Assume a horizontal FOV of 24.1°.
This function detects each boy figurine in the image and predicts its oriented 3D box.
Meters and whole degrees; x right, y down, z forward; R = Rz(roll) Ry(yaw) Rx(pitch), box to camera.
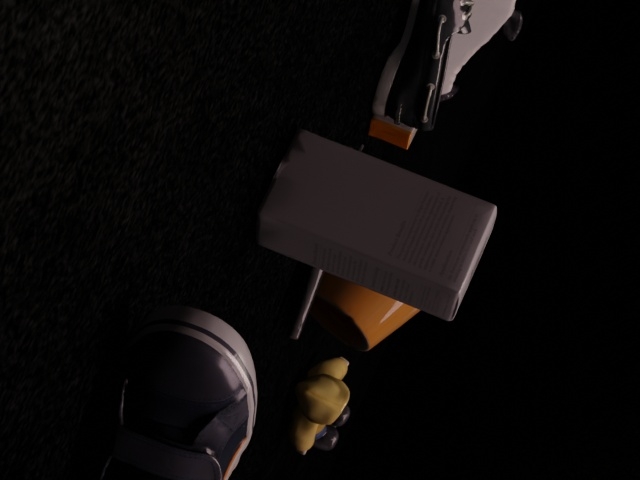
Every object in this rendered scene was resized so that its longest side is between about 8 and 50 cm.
[{"bbox_3d":[0.004,0.270,2.501,0.177,0.092,0.285,-63,174,-16],"label":"boy figurine"}]

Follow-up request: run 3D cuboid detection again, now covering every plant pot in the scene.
[{"bbox_3d":[0.076,0.043,2.077,0.188,0.205,0.205,-48,166,-18],"label":"plant pot"}]

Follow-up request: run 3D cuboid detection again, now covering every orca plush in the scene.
[{"bbox_3d":[0.222,-0.340,2.291,0.287,0.151,0.102,97,-14,-52],"label":"orca plush"}]

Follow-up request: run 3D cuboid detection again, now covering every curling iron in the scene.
[{"bbox_3d":[0.000,0.000,1.954,0.068,0.035,0.274,-24,135,-72],"label":"curling iron"}]

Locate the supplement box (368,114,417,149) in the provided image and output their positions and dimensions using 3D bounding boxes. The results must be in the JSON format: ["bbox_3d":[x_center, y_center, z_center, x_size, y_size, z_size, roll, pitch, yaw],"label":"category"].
[{"bbox_3d":[0.114,-0.183,2.118,0.036,0.062,0.098,99,16,-55],"label":"supplement box"}]

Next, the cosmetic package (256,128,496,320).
[{"bbox_3d":[0.058,-0.016,1.590,0.085,0.231,0.117,95,20,-64],"label":"cosmetic package"}]

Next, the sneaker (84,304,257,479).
[{"bbox_3d":[-0.136,0.199,1.268,0.127,0.126,0.321,-68,176,-46],"label":"sneaker"}]

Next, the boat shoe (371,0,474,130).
[{"bbox_3d":[0.160,-0.295,2.015,0.114,0.091,0.302,-52,162,-63],"label":"boat shoe"}]
